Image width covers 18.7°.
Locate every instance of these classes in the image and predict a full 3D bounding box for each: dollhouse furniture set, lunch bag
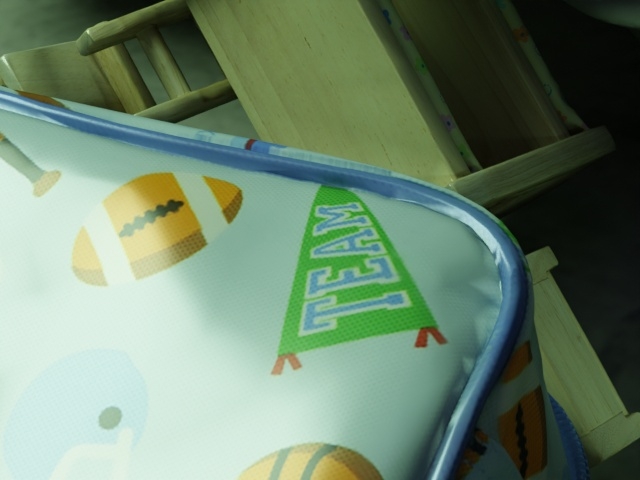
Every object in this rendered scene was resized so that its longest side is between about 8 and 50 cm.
[{"bbox_3d":[0.000,0.000,0.573,0.101,0.161,0.182,-21,81,-54],"label":"dollhouse furniture set"},{"bbox_3d":[-0.086,0.101,0.432,0.243,0.115,0.303,12,59,24],"label":"lunch bag"}]

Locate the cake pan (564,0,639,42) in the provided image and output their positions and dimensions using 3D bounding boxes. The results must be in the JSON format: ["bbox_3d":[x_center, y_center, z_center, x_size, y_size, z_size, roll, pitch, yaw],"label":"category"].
[{"bbox_3d":[0.203,-0.133,0.566,0.293,0.054,0.293,-27,26,14],"label":"cake pan"}]
